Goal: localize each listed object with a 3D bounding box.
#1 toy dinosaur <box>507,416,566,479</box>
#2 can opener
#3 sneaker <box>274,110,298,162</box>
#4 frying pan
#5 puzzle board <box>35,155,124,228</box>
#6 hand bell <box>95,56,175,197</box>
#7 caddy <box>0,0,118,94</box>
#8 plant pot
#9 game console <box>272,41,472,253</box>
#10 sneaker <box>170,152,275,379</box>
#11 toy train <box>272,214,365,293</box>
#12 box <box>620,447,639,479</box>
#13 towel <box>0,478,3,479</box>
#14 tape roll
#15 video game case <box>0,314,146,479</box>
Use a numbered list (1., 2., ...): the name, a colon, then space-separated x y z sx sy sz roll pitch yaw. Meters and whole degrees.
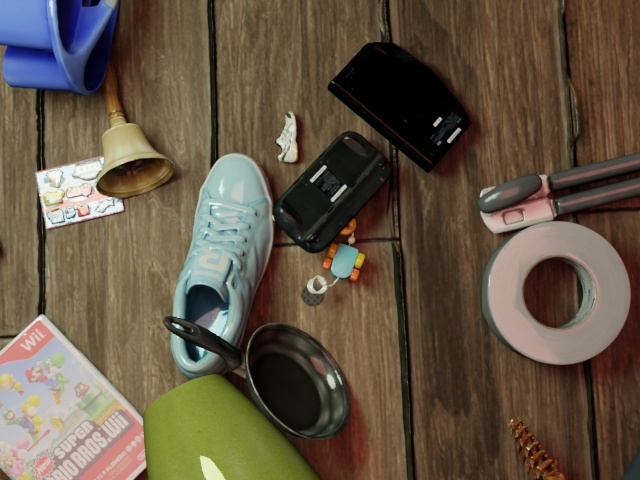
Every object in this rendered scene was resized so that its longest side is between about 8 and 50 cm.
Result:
1. toy dinosaur: 0.319 0.439 1.467 0.218 0.164 0.322 -10 65 -16
2. can opener: 0.386 -0.078 1.528 0.283 0.095 0.076 -14 84 5
3. sneaker: -0.056 -0.166 1.572 0.037 0.032 0.083 -2 83 0
4. frying pan: -0.082 0.209 1.421 0.053 0.326 0.197 -42 58 33
5. puzzle board: -0.388 -0.079 1.573 0.128 0.011 0.096 -14 84 -2
6. hand bell: -0.327 -0.203 1.555 0.126 0.126 0.242 -20 72 -2
7. caddy: -0.386 -0.381 1.480 0.179 0.241 0.341 0 64 7
8. plant pot: -0.135 0.354 1.418 0.275 0.275 0.293 -29 69 -3
9. game console: 0.060 -0.144 1.537 0.213 0.044 0.361 41 74 5
10. sneaker: -0.146 0.037 1.489 0.135 0.150 0.366 7 83 0
11. toy train: 0.000 0.000 1.543 0.125 0.046 0.166 -18 81 -8
12. box: 0.666 0.330 1.439 0.312 0.179 0.343 33 84 3
13. towel: -0.501 0.421 1.511 0.237 0.021 0.102 29 90 2
14. tape roll: 0.362 0.082 1.518 0.219 0.072 0.219 0 85 -1
15. video game case: -0.405 0.285 1.504 0.204 0.025 0.285 -44 89 -11
